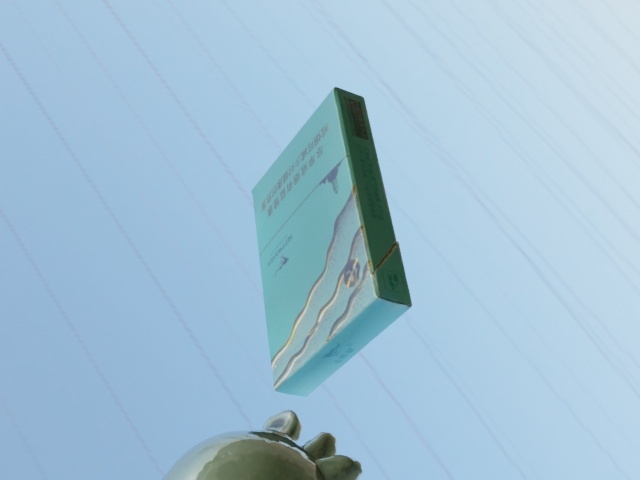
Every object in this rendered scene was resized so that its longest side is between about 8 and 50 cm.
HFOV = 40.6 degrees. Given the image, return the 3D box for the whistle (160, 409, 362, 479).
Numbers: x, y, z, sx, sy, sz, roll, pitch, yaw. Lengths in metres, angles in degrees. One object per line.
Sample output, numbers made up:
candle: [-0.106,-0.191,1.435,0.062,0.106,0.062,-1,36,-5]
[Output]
whistle: [-0.051,0.173,0.363,0.106,0.102,0.253,38,-138,-12]

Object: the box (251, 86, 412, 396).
box: [0.000,0.001,0.768,0.042,0.162,0.229,14,-133,-30]
